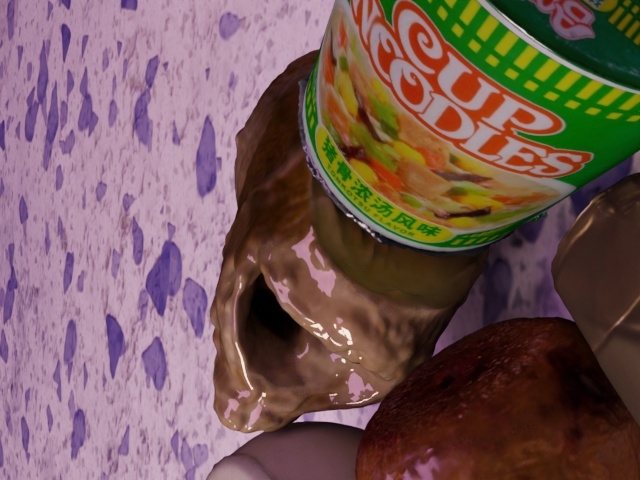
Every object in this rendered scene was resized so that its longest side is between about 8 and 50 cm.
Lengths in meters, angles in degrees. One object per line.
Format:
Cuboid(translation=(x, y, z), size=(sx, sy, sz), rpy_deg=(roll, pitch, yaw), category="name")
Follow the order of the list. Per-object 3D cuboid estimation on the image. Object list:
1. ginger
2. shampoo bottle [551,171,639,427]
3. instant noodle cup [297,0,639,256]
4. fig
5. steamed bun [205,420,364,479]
Cuboid(translation=(0.000, 0.000, 0.792), size=(0.221, 0.130, 0.275), rpy_deg=(-33, 31, 51), category="ginger")
Cuboid(translation=(0.200, 0.089, 0.475), size=(0.350, 0.084, 0.125), rpy_deg=(57, 135, 50), category="shampoo bottle")
Cuboid(translation=(0.094, -0.101, 0.612), size=(0.232, 0.207, 0.207), rpy_deg=(125, 140, -61), category="instant noodle cup")
Cuboid(translation=(0.118, 0.138, 0.638), size=(0.201, 0.146, 0.134), rpy_deg=(49, 175, -2), category="fig")
Cuboid(translation=(0.023, 0.217, 0.756), size=(0.232, 0.145, 0.231), rpy_deg=(175, 90, -66), category="steamed bun")
